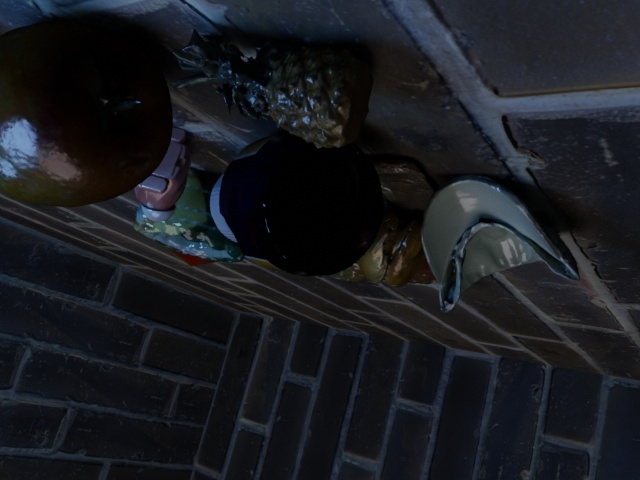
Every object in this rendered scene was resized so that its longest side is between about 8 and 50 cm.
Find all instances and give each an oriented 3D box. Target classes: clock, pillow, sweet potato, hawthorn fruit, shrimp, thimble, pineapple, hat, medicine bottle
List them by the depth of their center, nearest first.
[{"bbox_3d":[-0.063,-0.202,0.803,0.248,0.128,0.128,17,167,12],"label":"pineapple"},{"bbox_3d":[-0.341,-0.180,0.900,0.301,0.267,0.268,1,161,32],"label":"hawthorn fruit"},{"bbox_3d":[-0.076,-0.073,1.105,0.243,0.242,0.395,22,177,-27],"label":"medicine bottle"},{"bbox_3d":[0.151,-0.097,1.152,0.135,0.034,0.211,8,163,38],"label":"pillow"},{"bbox_3d":[0.308,-0.012,1.156,0.258,0.168,0.301,-19,126,26],"label":"hat"},{"bbox_3d":[-0.303,-0.128,1.238,0.093,0.165,0.162,14,159,-1],"label":"clock"},{"bbox_3d":[-0.295,-0.059,1.483,0.288,0.167,0.254,25,162,-38],"label":"thimble"},{"bbox_3d":[0.249,0.059,1.543,0.106,0.095,0.354,-28,177,-15],"label":"sweet potato"},{"bbox_3d":[0.040,0.077,1.894,0.145,0.061,0.267,33,162,-29],"label":"shrimp"}]

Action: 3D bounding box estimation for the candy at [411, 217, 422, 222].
[{"bbox_3d":[0.280,-0.009,1.369,0.185,0.049,0.055,26,157,-9],"label":"candy"}]

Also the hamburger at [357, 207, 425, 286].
[{"bbox_3d":[0.145,0.019,1.308,0.144,0.156,0.283,28,179,10],"label":"hamburger"}]

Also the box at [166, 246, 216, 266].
[{"bbox_3d":[-0.280,-0.002,1.700,0.240,0.074,0.153,-9,149,15],"label":"box"}]

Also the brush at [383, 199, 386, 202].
[{"bbox_3d":[0.101,-0.092,1.271,0.205,0.011,0.083,14,165,0],"label":"brush"}]

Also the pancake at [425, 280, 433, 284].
[{"bbox_3d":[0.286,0.109,1.850,0.108,0.017,0.108,18,166,5],"label":"pancake"}]
